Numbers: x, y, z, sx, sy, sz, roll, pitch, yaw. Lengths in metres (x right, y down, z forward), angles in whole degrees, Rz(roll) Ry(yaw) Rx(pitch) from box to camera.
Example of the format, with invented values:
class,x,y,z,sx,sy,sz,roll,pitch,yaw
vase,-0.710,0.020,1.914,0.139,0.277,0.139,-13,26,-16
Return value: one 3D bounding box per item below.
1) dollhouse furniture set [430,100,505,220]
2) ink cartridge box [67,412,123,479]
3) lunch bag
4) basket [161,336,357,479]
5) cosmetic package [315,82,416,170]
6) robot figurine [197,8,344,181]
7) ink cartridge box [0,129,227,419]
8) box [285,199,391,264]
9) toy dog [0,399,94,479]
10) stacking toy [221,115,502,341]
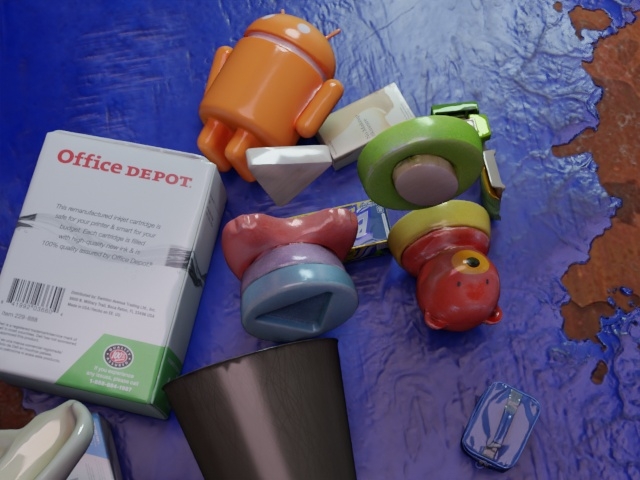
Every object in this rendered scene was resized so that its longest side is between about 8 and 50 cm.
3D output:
class,x,y,z,sx,sy,sz,roll,pitch,yaw
dollhouse furniture set,0.175,-0.098,1.321,0.059,0.076,0.151,-9,61,-2
ink cartridge box,-0.318,0.272,1.237,0.180,0.060,0.104,-16,72,-2
lunch bag,0.197,0.209,1.221,0.067,0.065,0.098,25,74,11
basket,-0.042,0.239,1.186,0.204,0.154,0.226,-12,75,-23
cosmetic package,0.054,-0.140,1.359,0.115,0.041,0.060,-28,73,-6
robot figurine,-0.065,-0.182,1.336,0.128,0.158,0.219,35,75,-22
ink cartridge box,-0.245,0.039,1.277,0.211,0.121,0.289,12,73,8
box,0.000,0.000,1.310,0.169,0.054,0.059,-12,72,-1
toy dog,-0.239,0.393,1.029,0.285,0.408,0.395,-14,36,37
stacking toy,0.054,0.013,1.163,0.309,0.279,0.130,-10,59,-5
